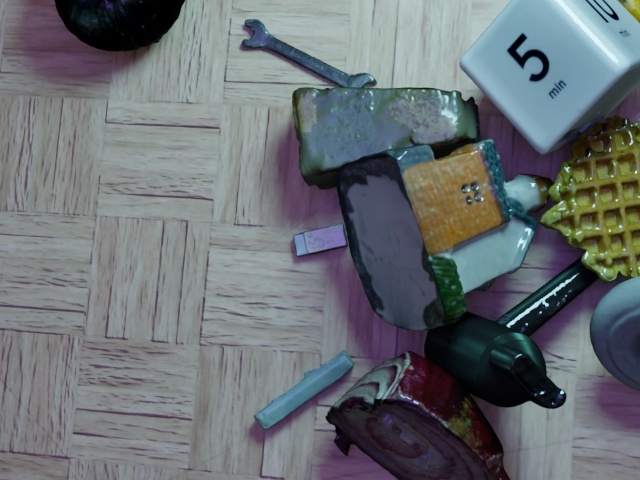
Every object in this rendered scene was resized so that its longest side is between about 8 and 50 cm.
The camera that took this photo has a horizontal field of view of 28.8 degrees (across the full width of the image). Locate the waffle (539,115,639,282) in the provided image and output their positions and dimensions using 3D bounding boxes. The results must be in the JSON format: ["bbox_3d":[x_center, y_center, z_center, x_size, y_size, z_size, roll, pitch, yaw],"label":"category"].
[{"bbox_3d":[0.460,-0.054,1.882,0.238,0.059,0.243,33,78,-10],"label":"waffle"}]

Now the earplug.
[{"bbox_3d":[0.543,0.090,1.803,0.325,0.175,0.214,-42,106,10],"label":"earplug"}]

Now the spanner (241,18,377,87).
[{"bbox_3d":[-0.022,-0.295,2.048,0.254,0.015,0.054,29,90,12],"label":"spanner"}]

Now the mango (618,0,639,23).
[{"bbox_3d":[0.582,-0.356,1.882,0.290,0.160,0.191,14,94,15],"label":"mango"}]

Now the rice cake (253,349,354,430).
[{"bbox_3d":[-0.028,0.234,1.969,0.180,0.030,0.042,-36,91,3],"label":"rice cake"}]

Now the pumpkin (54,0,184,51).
[{"bbox_3d":[-0.327,-0.422,2.044,0.233,0.163,0.233,-2,81,12],"label":"pumpkin"}]

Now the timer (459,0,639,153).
[{"bbox_3d":[0.361,-0.271,1.858,0.195,0.192,0.194,50,125,12],"label":"timer"}]

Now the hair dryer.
[{"bbox_3d":[0.326,0.122,1.833,0.302,0.244,0.116,-38,112,-14],"label":"hair dryer"}]

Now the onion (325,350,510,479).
[{"bbox_3d":[0.169,0.277,1.834,0.280,0.314,0.146,37,64,-11],"label":"onion"}]

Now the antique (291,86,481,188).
[{"bbox_3d":[0.106,-0.174,1.953,0.284,0.125,0.150,-6,83,9],"label":"antique"}]

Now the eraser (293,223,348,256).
[{"bbox_3d":[0.000,0.000,2.002,0.083,0.019,0.038,-12,82,9],"label":"eraser"}]

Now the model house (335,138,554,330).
[{"bbox_3d":[0.212,-0.033,1.886,0.301,0.190,0.271,-20,94,-25],"label":"model house"}]
